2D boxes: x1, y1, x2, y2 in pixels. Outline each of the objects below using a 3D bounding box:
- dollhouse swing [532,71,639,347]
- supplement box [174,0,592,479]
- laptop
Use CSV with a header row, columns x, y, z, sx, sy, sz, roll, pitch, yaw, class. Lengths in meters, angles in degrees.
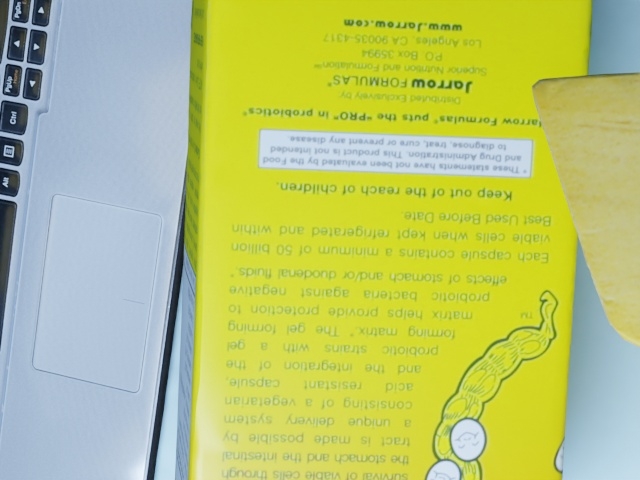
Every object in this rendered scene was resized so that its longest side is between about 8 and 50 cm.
x,y,z,sx,sy,sz,roll,pitch,yaw,class
0.298,0.090,0.855,0.315,0.347,0.305,1,89,39,dollhouse swing
0.024,0.014,1.050,0.195,0.194,0.356,2,98,-6,supplement box
-0.313,-0.001,1.181,0.408,0.236,0.382,12,101,19,laptop
